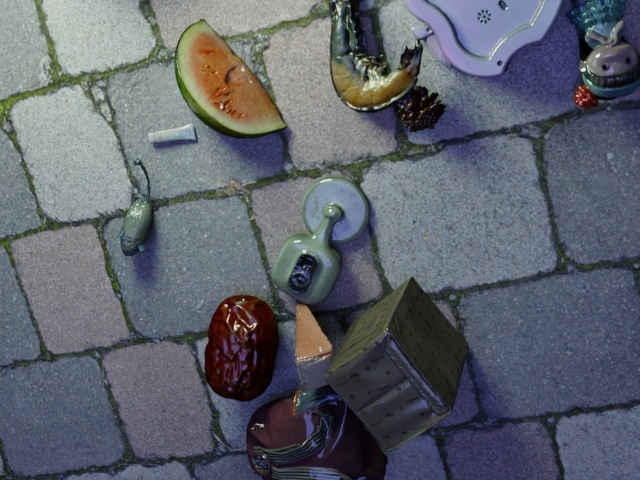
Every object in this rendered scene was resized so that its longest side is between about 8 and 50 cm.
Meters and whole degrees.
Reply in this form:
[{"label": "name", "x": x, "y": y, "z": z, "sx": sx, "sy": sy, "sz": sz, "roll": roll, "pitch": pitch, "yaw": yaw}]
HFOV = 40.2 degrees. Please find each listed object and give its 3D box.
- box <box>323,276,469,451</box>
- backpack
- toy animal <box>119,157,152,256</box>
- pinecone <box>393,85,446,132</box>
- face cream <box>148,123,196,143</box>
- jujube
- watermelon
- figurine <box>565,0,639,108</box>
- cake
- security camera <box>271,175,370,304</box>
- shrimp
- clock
[{"label": "box", "x": 0.172, "y": 0.262, "z": 1.890, "sx": 0.190, "sy": 0.297, "sz": 0.225, "roll": -38, "pitch": 95, "yaw": 25}, {"label": "backpack", "x": -0.031, "y": 0.480, "z": 2.063, "sx": 0.317, "sy": 0.197, "sz": 0.283, "roll": -17, "pitch": 104, "yaw": 20}, {"label": "toy animal", "x": -0.424, "y": -0.076, "z": 2.051, "sx": 0.070, "sy": 0.079, "sz": 0.252, "roll": 10, "pitch": 113, "yaw": -12}, {"label": "pinecone", "x": 0.198, "y": -0.273, "z": 1.816, "sx": 0.109, "sy": 0.102, "sz": 0.102, "roll": 27, "pitch": 113, "yaw": 25}, {"label": "face cream", "x": -0.341, "y": -0.242, "z": 2.007, "sx": 0.115, "sy": 0.020, "sz": 0.038, "roll": -7, "pitch": 104, "yaw": 16}, {"label": "jujube", "x": -0.185, "y": 0.255, "z": 2.054, "sx": 0.174, "sy": 0.174, "sz": 0.250, "roll": 6, "pitch": 98, "yaw": 13}, {"label": "watermelon", "x": -0.234, "y": -0.315, "z": 1.929, "sx": 0.303, "sy": 0.159, "sz": 0.128, "roll": 50, "pitch": 150, "yaw": -3}, {"label": "figurine", "x": 0.538, "y": -0.386, "z": 1.689, "sx": 0.138, "sy": 0.110, "sz": 0.245, "roll": -13, "pitch": 99, "yaw": 20}, {"label": "cake", "x": -0.010, "y": 0.231, "z": 1.969, "sx": 0.090, "sy": 0.225, "sz": 0.109, "roll": -12, "pitch": 123, "yaw": 5}, {"label": "security camera", "x": 0.000, "y": 0.000, "z": 1.970, "sx": 0.157, "sy": 0.080, "sz": 0.301, "roll": 27, "pitch": 109, "yaw": 6}, {"label": "shrimp", "x": 0.107, "y": -0.409, "z": 1.791, "sx": 0.222, "sy": 0.054, "sz": 0.290, "roll": -2, "pitch": 101, "yaw": 37}, {"label": "clock", "x": 0.311, "y": -0.493, "z": 1.713, "sx": 0.339, "sy": 0.102, "sz": 0.338, "roll": 5, "pitch": 109, "yaw": 14}]
